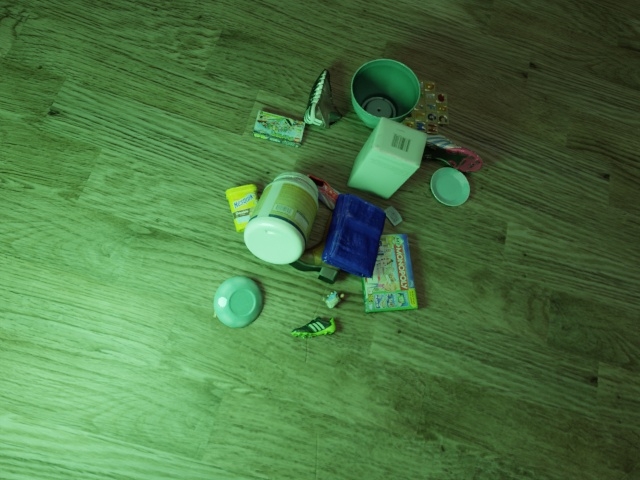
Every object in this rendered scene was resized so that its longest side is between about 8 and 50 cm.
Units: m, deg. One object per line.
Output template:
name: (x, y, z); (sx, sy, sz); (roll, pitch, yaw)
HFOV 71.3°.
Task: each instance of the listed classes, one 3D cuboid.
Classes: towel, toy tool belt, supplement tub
towel: (0.142, -0.024, 1.779); (0.228, 0.076, 0.307); (22, 66, -13)
toy tool belt: (0.052, 0.226, 1.770); (0.083, 0.052, 0.051); (-40, 93, -19)
supplement tub: (-0.136, -0.091, 1.693); (0.229, 0.228, 0.316); (22, 48, -4)

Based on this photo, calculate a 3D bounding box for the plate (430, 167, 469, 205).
plate: (0.583, -0.241, 2.020); (0.188, 0.024, 0.188); (3, 74, -11)

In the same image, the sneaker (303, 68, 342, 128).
sneaker: (0.033, -0.616, 1.996); (0.163, 0.106, 0.281); (22, 72, -19)

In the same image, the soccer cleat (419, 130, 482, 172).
soccer cleat: (0.576, -0.414, 2.017); (0.332, 0.116, 0.143); (17, 50, -6)

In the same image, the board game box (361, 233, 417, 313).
board game box: (0.272, 0.133, 1.842); (0.214, 0.046, 0.316); (-3, 75, -11)

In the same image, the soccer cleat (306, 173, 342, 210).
soccer cleat: (0.036, -0.193, 1.863); (0.248, 0.095, 0.083); (30, 71, -1)

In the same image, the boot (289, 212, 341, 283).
boot: (0.000, 0.000, 1.805); (0.264, 0.096, 0.280); (23, 67, 5)

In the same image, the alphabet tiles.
alphabet tiles: (0.443, -0.643, 2.115); (0.343, 0.011, 0.284); (4, 73, -10)

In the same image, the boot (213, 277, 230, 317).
boot: (-0.346, 0.230, 1.690); (0.085, 0.059, 0.157); (28, 70, -7)

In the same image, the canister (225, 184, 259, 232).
canister: (-0.299, -0.128, 1.792); (0.126, 0.073, 0.169); (-14, 79, -15)

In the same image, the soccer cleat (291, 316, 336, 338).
soccer cleat: (-0.028, 0.334, 1.724); (0.179, 0.060, 0.072); (-2, 65, -18)

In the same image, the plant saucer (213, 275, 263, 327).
plant saucer: (-0.298, 0.231, 1.671); (0.195, 0.037, 0.194); (1, 87, -30)

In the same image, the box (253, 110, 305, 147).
box: (-0.179, -0.482, 1.936); (0.207, 0.036, 0.113); (12, 73, -7)

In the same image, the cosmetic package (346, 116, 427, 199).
cosmetic package: (0.256, -0.314, 1.798); (0.197, 0.365, 0.155); (19, 73, -8)

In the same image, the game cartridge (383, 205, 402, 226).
game cartridge: (0.314, -0.106, 1.934); (0.056, 0.017, 0.083); (-34, 83, -14)

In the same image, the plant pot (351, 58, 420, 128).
plant pot: (0.270, -0.614, 1.968); (0.294, 0.196, 0.292); (1, 74, -3)
